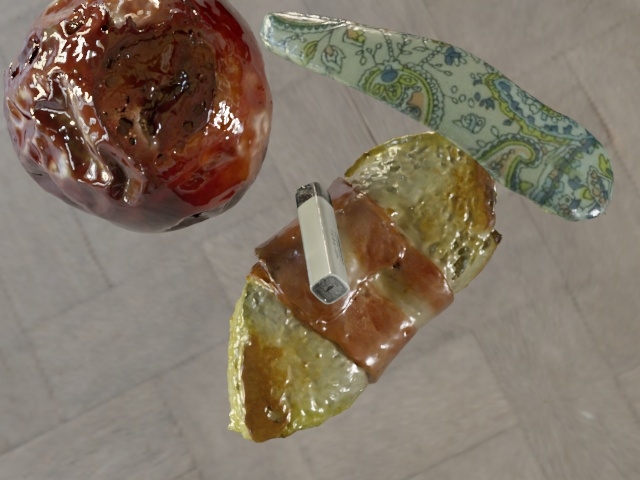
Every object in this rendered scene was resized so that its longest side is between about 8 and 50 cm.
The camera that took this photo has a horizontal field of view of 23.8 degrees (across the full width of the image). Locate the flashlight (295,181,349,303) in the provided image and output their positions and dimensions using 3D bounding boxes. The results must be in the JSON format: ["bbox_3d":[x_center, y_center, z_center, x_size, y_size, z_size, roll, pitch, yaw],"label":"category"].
[{"bbox_3d":[0.000,0.000,0.827,0.018,0.018,0.083,-33,36,17],"label":"flashlight"}]

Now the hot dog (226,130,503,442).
[{"bbox_3d":[0.022,0.027,1.038,0.261,0.093,0.123,-42,106,-9],"label":"hot dog"}]

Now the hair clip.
[{"bbox_3d":[0.068,-0.080,0.874,0.229,0.036,0.066,27,65,4],"label":"hair clip"}]

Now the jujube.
[{"bbox_3d":[-0.124,-0.096,1.056,0.183,0.243,0.183,-1,92,-17],"label":"jujube"}]
